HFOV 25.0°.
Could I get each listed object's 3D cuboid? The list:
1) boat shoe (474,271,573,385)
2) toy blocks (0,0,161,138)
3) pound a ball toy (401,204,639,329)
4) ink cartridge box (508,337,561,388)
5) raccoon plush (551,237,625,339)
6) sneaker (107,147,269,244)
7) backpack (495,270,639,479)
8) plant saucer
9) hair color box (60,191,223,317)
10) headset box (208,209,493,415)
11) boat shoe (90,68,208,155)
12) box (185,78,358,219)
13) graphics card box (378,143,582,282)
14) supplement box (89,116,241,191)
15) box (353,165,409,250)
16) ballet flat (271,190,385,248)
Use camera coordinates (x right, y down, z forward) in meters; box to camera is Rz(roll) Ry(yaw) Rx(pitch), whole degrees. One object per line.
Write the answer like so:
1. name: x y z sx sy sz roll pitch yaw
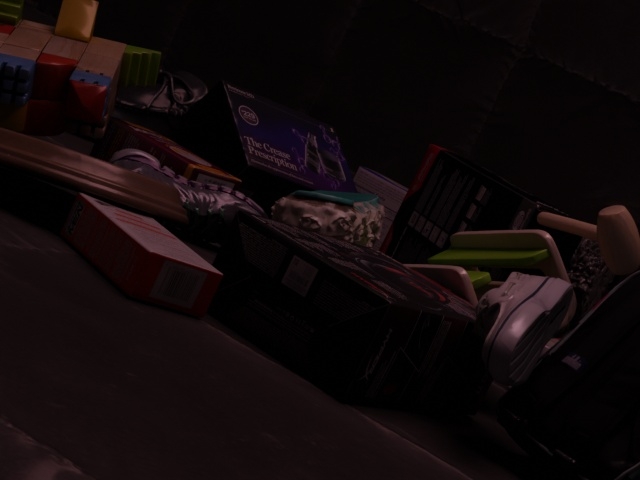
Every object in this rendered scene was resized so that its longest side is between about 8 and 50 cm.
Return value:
1. boat shoe: 0.188 0.085 1.440 0.076 0.083 0.226 18 16 18
2. toy blocks: -0.408 -0.209 1.833 0.381 0.190 0.261 12 20 -6
3. pound a ball toy: 0.228 0.057 1.717 0.208 0.135 0.319 -22 7 -18
4. ink cartridge box: 0.331 0.186 1.871 0.127 0.072 0.175 29 8 21
5. raccoon plush: 0.312 0.045 2.380 0.299 0.216 0.446 20 4 28
6. sneaker: -0.172 -0.031 1.793 0.224 0.083 0.098 23 31 -5
7. backpack: 0.334 0.154 1.417 0.191 0.253 0.225 45 -5 -32
8. plant saucer: -0.274 -0.076 1.602 0.278 0.041 0.278 18 -1 0
9. hair color box: -0.181 0.013 1.440 0.093 0.053 0.167 20 10 -39
10. headset box: 0.051 0.081 1.512 0.218 0.110 0.293 31 9 34
11. boat shoe: -0.269 -0.215 2.382 0.500 0.156 0.187 18 12 -38
12. box: -0.073 -0.127 2.318 0.261 0.103 0.184 19 39 -43
13. graphics card box: 0.209 0.018 2.031 0.094 0.232 0.371 23 7 -22
14. supplement box: -0.214 -0.091 1.957 0.188 0.080 0.104 30 9 36
15. box: 0.097 -0.033 2.382 0.126 0.137 0.072 31 8 38
16. ballet flat: 0.000 0.000 1.868 0.147 0.147 0.409 26 6 7
